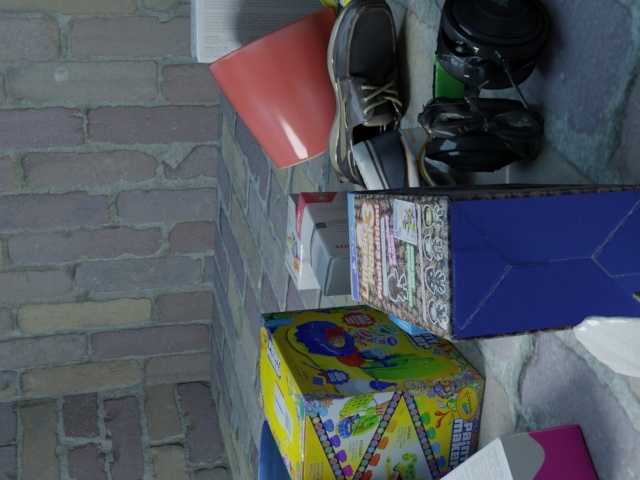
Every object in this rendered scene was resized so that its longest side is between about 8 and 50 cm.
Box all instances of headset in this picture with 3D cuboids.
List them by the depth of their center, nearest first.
[{"bbox_3d":[0.176,-0.193,0.979,0.394,0.185,0.243,-102,14,-65],"label":"headset"}]

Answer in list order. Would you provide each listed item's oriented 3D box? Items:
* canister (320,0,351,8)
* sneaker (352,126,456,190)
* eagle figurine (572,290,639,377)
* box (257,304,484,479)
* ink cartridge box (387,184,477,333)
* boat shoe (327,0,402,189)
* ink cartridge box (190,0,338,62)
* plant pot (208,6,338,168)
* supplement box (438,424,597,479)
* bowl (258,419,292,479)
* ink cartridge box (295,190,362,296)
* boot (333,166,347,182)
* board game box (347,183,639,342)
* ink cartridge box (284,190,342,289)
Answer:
[{"bbox_3d":[0.054,-0.504,1.521,0.170,0.073,0.126,-132,41,-62],"label":"canister"},{"bbox_3d":[0.160,-0.023,1.214,0.126,0.127,0.321,-111,-2,-60],"label":"sneaker"},{"bbox_3d":[0.335,0.128,0.517,0.225,0.226,0.298,-45,42,42],"label":"eagle figurine"},{"bbox_3d":[0.066,0.244,1.282,0.290,0.279,0.177,-131,41,-63],"label":"box"},{"bbox_3d":[0.173,0.024,1.112,0.082,0.139,0.191,-143,51,-67],"label":"ink cartridge box"},{"bbox_3d":[0.094,-0.246,1.390,0.130,0.132,0.355,-126,26,-45],"label":"boat shoe"},{"bbox_3d":[-0.113,-0.567,1.658,0.091,0.308,0.385,-131,41,-62],"label":"ink cartridge box"},{"bbox_3d":[-0.049,-0.290,1.565,0.243,0.275,0.275,65,167,-13],"label":"plant pot"},{"bbox_3d":[0.242,0.320,0.996,0.220,0.111,0.114,111,150,-56],"label":"supplement box"},{"bbox_3d":[-0.070,0.548,1.550,0.391,0.077,0.391,-2,-90,-90],"label":"bowl"},{"bbox_3d":[0.056,0.001,1.472,0.218,0.158,0.092,-116,29,-53],"label":"ink cartridge box"},{"bbox_3d":[0.056,-0.167,1.658,0.118,0.042,0.087,161,98,-74],"label":"boot"},{"bbox_3d":[0.186,0.010,0.906,0.291,0.232,0.141,-165,72,-74],"label":"board game box"},{"bbox_3d":[0.000,0.000,1.719,0.128,0.127,0.176,-122,32,-58],"label":"ink cartridge box"}]
